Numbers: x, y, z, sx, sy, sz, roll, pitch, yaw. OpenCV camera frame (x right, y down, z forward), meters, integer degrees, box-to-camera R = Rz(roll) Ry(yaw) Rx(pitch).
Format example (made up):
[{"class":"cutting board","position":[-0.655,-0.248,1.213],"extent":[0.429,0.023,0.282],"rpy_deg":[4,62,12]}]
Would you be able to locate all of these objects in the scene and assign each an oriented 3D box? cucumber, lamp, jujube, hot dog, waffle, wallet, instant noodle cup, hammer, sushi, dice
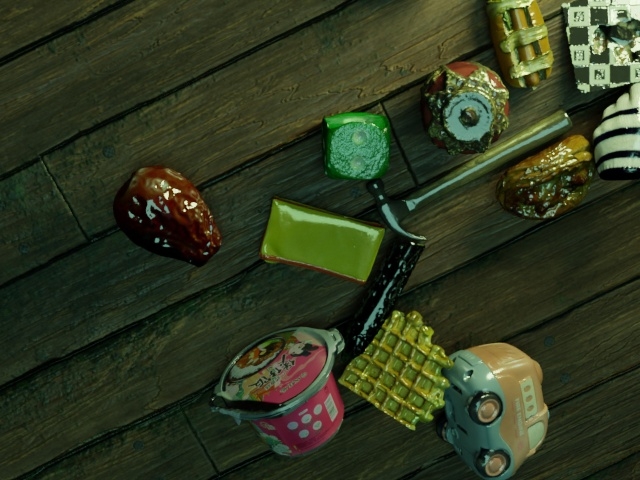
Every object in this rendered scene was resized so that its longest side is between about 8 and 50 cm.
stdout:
[{"class":"cucumber","position":[0.123,0.128,1.916],"extent":[0.072,0.072,0.300],"rpy_deg":[28,88,-11]},{"class":"lamp","position":[0.271,-0.256,1.752],"extent":[0.177,0.274,0.177],"rpy_deg":[1,105,5]},{"class":"jujube","position":[-0.298,-0.041,1.822],"extent":[0.236,0.168,0.168],"rpy_deg":[42,97,-20]},{"class":"hot dog","position":[0.393,-0.428,1.825],"extent":[0.109,0.072,0.270],"rpy_deg":[-19,106,-2]},{"class":"waffle","position":[0.179,0.260,1.933],"extent":[0.229,0.057,0.219],"rpy_deg":[29,96,26]},{"class":"wallet","position":[0.000,0.000,1.908],"extent":[0.241,0.067,0.141],"rpy_deg":[15,107,-4]},{"class":"instant noodle cup","position":[-0.061,0.330,1.903],"extent":[0.302,0.258,0.182],"rpy_deg":[-22,119,5]},{"class":"hammer","position":[0.320,-0.150,1.902],"extent":[0.440,0.044,0.168],"rpy_deg":[-29,104,3]},{"class":"hot dog","position":[0.470,-0.127,1.877],"extent":[0.227,0.099,0.160],"rpy_deg":[-27,131,-2]},{"class":"sushi","position":[0.607,-0.402,1.849],"extent":[0.210,0.040,0.193],"rpy_deg":[-9,85,8]},{"class":"dice","position":[0.070,-0.189,1.827],"extent":[0.131,0.128,0.120],"rpy_deg":[-3,106,-6]}]

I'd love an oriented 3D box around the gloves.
[{"class":"gloves","position":[0.619,-0.233,1.836],"extent":[0.131,0.140,0.219],"rpy_deg":[8,80,-30]}]

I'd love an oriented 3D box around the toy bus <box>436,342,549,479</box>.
[{"class":"toy bus","position":[0.377,0.354,1.965],"extent":[0.232,0.194,0.288],"rpy_deg":[-21,112,-20]}]
